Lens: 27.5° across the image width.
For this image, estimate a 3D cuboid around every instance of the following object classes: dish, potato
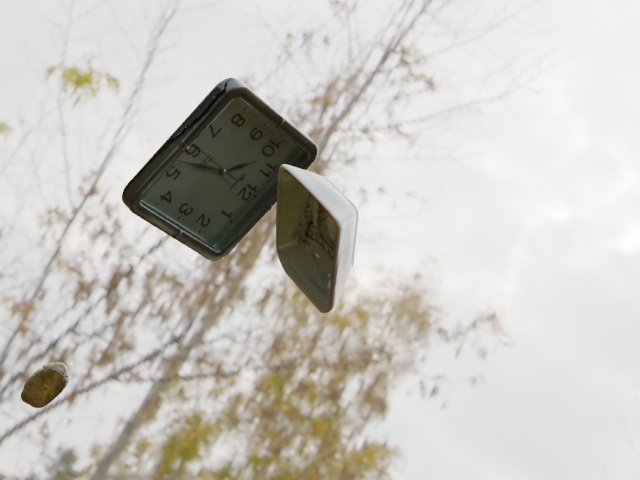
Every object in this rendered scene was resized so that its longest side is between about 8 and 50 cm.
[{"bbox_3d":[0.000,0.000,1.941,0.154,0.064,0.234,46,-33,33],"label":"dish"},{"bbox_3d":[-0.419,0.220,1.989,0.051,0.083,0.040,49,-3,-6],"label":"potato"}]

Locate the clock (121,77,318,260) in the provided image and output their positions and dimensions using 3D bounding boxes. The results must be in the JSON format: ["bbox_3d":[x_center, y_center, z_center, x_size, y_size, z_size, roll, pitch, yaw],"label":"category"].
[{"bbox_3d":[-0.164,-0.115,2.149,0.049,0.273,0.279,48,7,37],"label":"clock"}]
